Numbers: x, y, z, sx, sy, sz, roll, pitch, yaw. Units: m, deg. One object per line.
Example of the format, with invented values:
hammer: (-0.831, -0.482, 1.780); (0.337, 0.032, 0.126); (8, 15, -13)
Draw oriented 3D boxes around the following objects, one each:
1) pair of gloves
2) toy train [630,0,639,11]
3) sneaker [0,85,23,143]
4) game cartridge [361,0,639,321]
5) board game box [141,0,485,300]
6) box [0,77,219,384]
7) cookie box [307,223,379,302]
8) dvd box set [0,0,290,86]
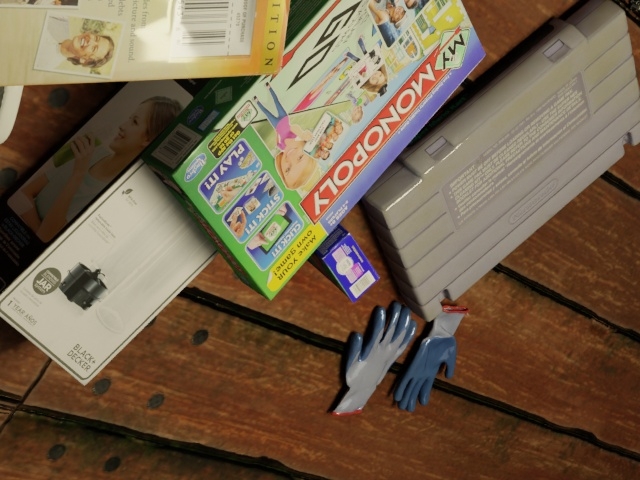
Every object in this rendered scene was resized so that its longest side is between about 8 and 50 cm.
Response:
pair of gloves: (0.097, 0.140, 1.885); (0.198, 0.023, 0.159); (-1, 124, -43)
toy train: (0.405, -0.263, 1.834); (0.158, 0.027, 0.036); (10, 111, -49)
sneaker: (-0.290, -0.179, 1.159); (0.147, 0.104, 0.295); (-20, 139, -39)
game cartridge: (0.209, -0.092, 1.766); (0.355, 0.068, 0.230); (-39, 138, -12)
board game box: (0.004, -0.124, 1.412); (0.317, 0.046, 0.213); (-49, 142, -11)
box: (-0.169, -0.027, 1.425); (0.290, 0.087, 0.169); (-45, 142, -4)
cookie box: (0.000, 0.000, 1.598); (0.040, 0.107, 0.092); (-42, 141, -6)
dvd box set: (-0.209, -0.252, 1.067); (0.420, 0.062, 0.307); (-6, 121, -24)
